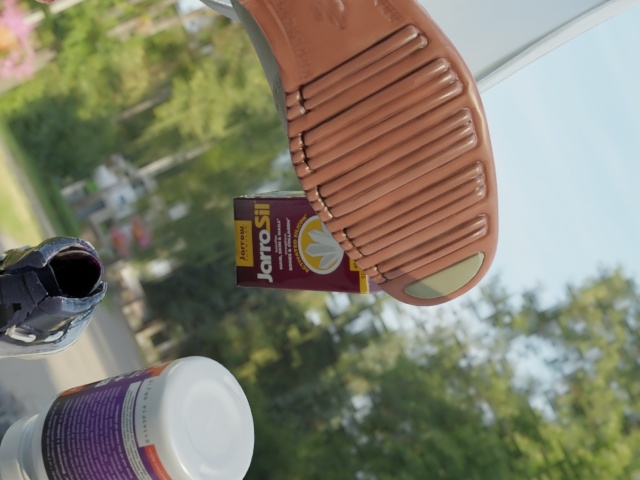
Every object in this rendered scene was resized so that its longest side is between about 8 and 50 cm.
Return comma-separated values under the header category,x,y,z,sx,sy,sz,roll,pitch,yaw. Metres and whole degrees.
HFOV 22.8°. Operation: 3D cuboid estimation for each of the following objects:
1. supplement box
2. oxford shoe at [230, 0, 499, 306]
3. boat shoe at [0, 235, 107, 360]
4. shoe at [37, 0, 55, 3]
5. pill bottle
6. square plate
category,x,y,z,sx,sy,sz,roll,pitch,yaw
supplement box,0.000,0.000,1.721,0.188,0.080,0.104,1,-84,40
oxford shoe,0.020,-0.140,1.146,0.146,0.140,0.397,-106,173,-71
boat shoe,-0.288,0.059,1.754,0.127,0.158,0.340,69,17,-1
shoe,-0.355,-0.306,1.844,0.178,0.063,0.081,51,37,-59
pill bottle,-0.157,0.161,1.247,0.108,0.193,0.108,28,54,-47
square plate,0.109,-0.231,1.460,0.344,0.347,0.049,29,-43,39
